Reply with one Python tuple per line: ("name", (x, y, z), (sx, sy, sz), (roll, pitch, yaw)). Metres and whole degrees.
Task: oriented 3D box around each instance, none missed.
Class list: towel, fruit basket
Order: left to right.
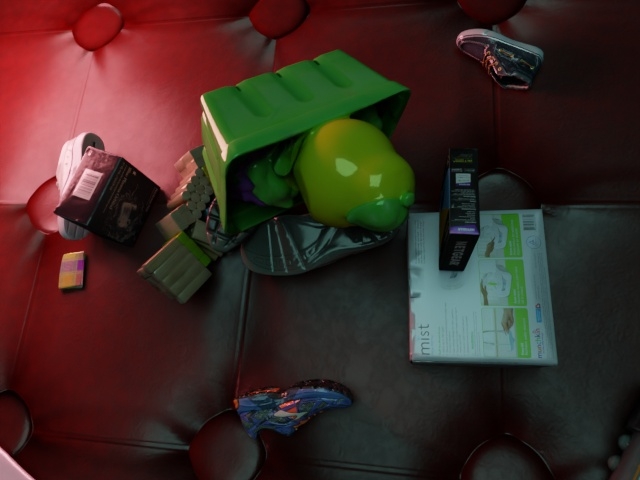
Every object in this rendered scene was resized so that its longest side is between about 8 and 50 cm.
("towel", (-0.552, 0.068, 1.101), (0.060, 0.009, 0.083), (-8, 71, 9))
("fruit basket", (0.008, -0.127, 0.853), (0.391, 0.283, 0.392), (5, 61, -9))

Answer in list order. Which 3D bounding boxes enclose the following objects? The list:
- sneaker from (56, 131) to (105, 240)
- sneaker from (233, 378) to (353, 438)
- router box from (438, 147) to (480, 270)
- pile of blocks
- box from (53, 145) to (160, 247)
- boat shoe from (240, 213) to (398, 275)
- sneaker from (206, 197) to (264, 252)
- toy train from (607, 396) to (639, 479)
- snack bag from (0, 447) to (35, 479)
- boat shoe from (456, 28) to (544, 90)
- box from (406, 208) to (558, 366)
("sneaker", (-0.554, -0.119, 1.130), (0.091, 0.094, 0.258), (-9, 67, 30))
("sneaker", (-0.045, 0.306, 0.900), (0.221, 0.083, 0.087), (-12, 84, 13))
("router box", (0.211, -0.041, 0.764), (0.046, 0.179, 0.133), (1, 70, 10))
("pile of blocks", (-0.270, -0.039, 1.044), (0.112, 0.149, 0.362), (-20, 51, 50))
("box", (-0.444, -0.088, 1.049), (0.093, 0.158, 0.156), (18, 78, 17))
("boat shoe", (0.001, -0.003, 0.977), (0.320, 0.103, 0.118), (-16, 81, 11))
("sneaker", (-0.149, -0.088, 1.007), (0.101, 0.106, 0.267), (23, 69, -2))
("toy train", (0.529, 0.375, 0.734), (0.190, 0.142, 0.334), (28, 82, 30))
("snack bag", (-0.743, 0.520, 0.928), (0.342, 0.037, 0.323), (29, 58, 20))
("boat shoe", (0.363, -0.376, 1.030), (0.183, 0.065, 0.083), (22, 77, 16))
("box", (0.270, 0.087, 0.871), (0.231, 0.127, 0.262), (-2, 73, 11))
